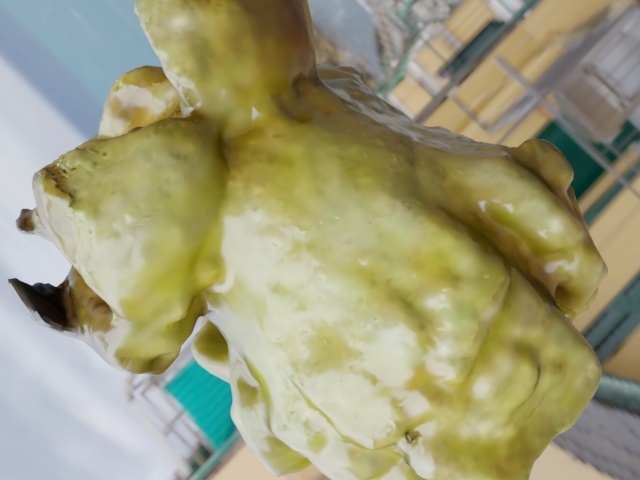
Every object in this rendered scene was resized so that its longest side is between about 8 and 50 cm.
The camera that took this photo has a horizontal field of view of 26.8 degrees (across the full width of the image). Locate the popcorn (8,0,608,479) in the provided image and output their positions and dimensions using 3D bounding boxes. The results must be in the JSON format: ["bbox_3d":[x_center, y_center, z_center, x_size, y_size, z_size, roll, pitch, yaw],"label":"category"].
[{"bbox_3d":[0.001,-0.003,0.464,0.195,0.173,0.168,33,-162,-10],"label":"popcorn"}]
